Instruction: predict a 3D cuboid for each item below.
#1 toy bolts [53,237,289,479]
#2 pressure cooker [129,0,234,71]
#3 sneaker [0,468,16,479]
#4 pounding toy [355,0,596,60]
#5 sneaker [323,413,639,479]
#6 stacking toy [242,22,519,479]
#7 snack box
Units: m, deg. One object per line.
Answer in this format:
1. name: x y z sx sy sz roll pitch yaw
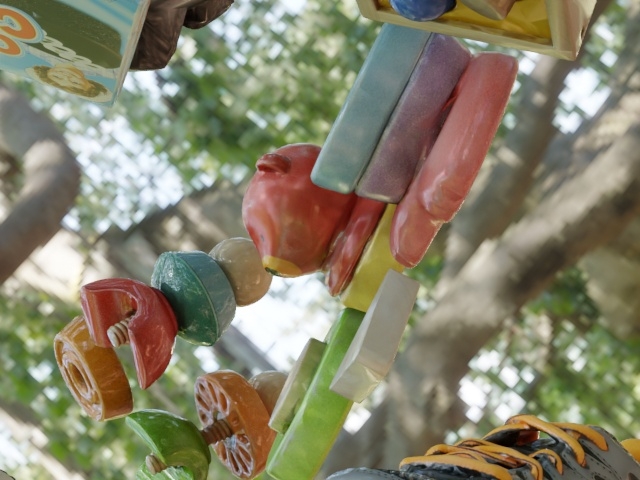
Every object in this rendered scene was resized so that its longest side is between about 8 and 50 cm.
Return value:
1. toy bolts: -0.120 0.087 1.423 0.158 0.218 0.228 -27 -42 -26
2. pressure cooker: -0.127 -0.350 1.206 0.420 0.375 0.370 -13 38 48
3. sneaker: -0.356 0.196 1.135 0.158 0.410 0.182 -48 25 20
4. pounding toy: 0.076 -0.137 0.724 0.130 0.141 0.100 62 -134 -62
5. sneaker: 0.067 0.097 0.558 0.215 0.084 0.083 23 -104 -51
6. stacking toy: 0.000 0.000 1.088 0.279 0.130 0.309 -64 1 -31
7. snack box: -0.262 -0.187 1.000 0.187 0.322 0.060 130 158 -71
